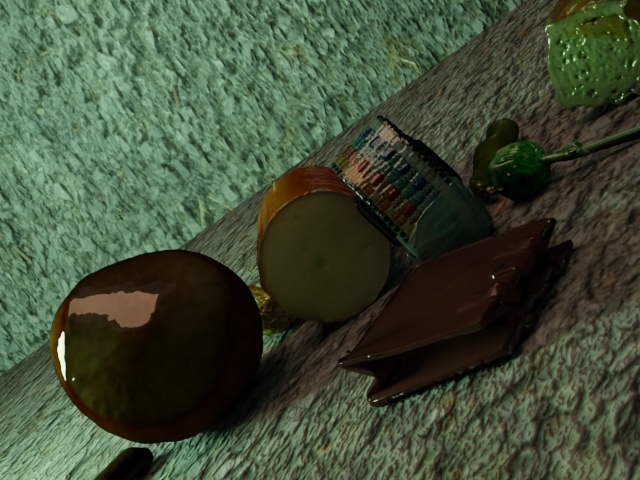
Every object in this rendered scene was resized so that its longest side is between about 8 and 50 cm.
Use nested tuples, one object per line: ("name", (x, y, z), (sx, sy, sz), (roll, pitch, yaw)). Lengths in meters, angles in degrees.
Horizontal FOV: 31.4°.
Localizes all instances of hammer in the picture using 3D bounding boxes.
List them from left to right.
("hammer", (-0.435, 0.475, 1.861), (0.242, 0.095, 0.409), (-24, 16, 51))

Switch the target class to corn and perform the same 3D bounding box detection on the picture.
("corn", (-0.129, 0.138, 2.203), (0.101, 0.101, 0.310), (-42, 17, -16))

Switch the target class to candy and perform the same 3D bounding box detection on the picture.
("candy", (0.400, -0.140, 1.744), (0.323, 0.097, 0.097), (-18, 22, 39))

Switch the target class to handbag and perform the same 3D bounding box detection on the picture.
("handbag", (0.180, 0.090, 1.492), (0.275, 0.084, 0.260), (-26, 14, 44))

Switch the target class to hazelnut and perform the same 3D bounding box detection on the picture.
("hazelnut", (-0.272, 0.183, 1.915), (0.366, 0.366, 0.366), (-37, 12, 9))

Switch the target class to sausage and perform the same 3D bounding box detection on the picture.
("sausage", (0.000, 0.000, 2.009), (0.233, 0.233, 0.287), (-37, 12, 6))

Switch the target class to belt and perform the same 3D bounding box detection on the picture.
("belt", (0.144, -0.069, 1.787), (0.150, 0.257, 0.207), (-47, -11, 6))

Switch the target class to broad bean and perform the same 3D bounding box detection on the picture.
("broad bean", (0.315, -0.144, 2.034), (0.098, 0.056, 0.318), (-27, 20, 20))

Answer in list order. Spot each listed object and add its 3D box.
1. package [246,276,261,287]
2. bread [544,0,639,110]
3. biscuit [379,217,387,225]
("package", (-0.170, 0.132, 2.501), (0.232, 0.040, 0.166), (-33, 13, -13))
("bread", (0.495, -0.354, 1.952), (0.239, 0.196, 0.252), (-22, 22, 43))
("biscuit", (0.109, -0.053, 2.320), (0.192, 0.049, 0.192), (-36, 10, 7))
